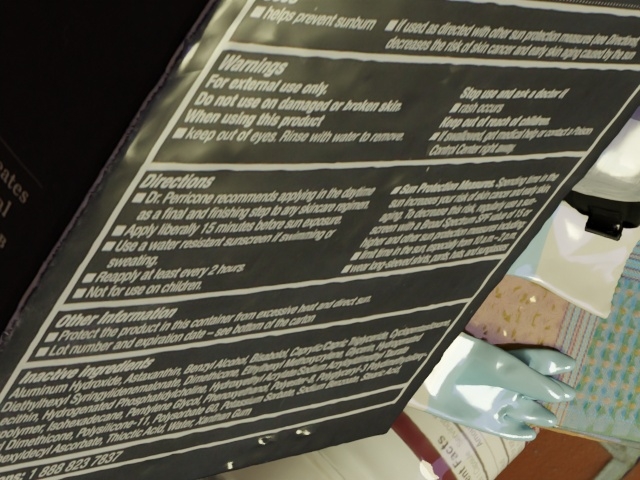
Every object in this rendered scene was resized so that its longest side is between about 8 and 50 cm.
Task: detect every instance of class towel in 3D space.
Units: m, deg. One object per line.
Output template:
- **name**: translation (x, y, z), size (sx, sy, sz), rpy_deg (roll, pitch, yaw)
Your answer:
- **towel**: translation (0.175, 0.011, 1.352), size (0.370, 0.040, 0.271), rpy_deg (14, 99, -37)

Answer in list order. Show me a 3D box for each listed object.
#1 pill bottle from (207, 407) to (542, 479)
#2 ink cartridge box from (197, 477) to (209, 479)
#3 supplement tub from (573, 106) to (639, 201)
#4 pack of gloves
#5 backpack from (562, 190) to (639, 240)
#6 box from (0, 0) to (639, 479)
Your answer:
- **pill bottle**: translation (0.086, 0.105, 1.491), size (0.392, 0.224, 0.224), rpy_deg (-43, 166, -14)
- **ink cartridge box**: translation (-0.191, 0.267, 1.402), size (0.208, 0.087, 0.153), rpy_deg (-52, 165, 22)
- **supplement tub**: translation (0.158, -0.206, 0.826), size (0.207, 0.207, 0.338), rpy_deg (-21, 143, -61)
- **pack of gloves**: translation (0.138, 0.050, 1.289), size (0.232, 0.046, 0.195), rpy_deg (19, 97, -38)
- **backpack**: translation (0.176, -0.143, 1.084), size (0.253, 0.225, 0.191), rpy_deg (89, 23, -64)
- **box**: translation (-0.033, -0.069, 0.653), size (0.296, 0.183, 0.294), rpy_deg (-5, 138, -53)
